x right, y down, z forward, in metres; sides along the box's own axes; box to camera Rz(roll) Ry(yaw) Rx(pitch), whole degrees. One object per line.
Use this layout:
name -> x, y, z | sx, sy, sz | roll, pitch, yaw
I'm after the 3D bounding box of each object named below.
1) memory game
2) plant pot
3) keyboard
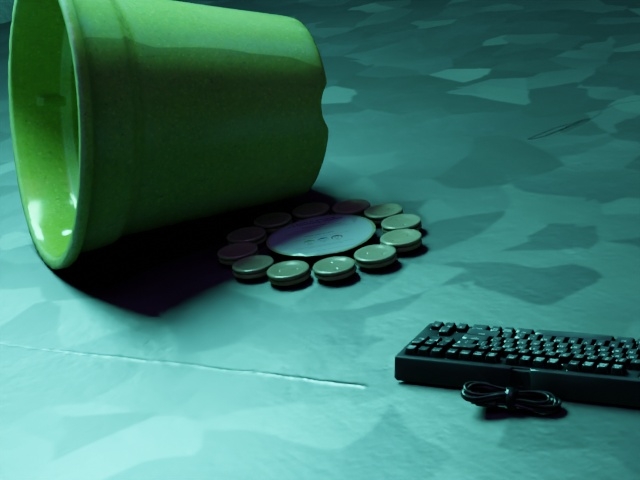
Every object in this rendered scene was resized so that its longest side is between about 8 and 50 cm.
memory game -> 0.000, 0.000, 1.103 | 0.186, 0.012, 0.186 | -8, 21, 3
plant pot -> -0.140, -0.120, 1.172 | 0.254, 0.276, 0.276 | -5, 18, -26
keyboard -> 0.140, 0.083, 0.828 | 0.180, 0.023, 0.108 | 2, 24, 27
